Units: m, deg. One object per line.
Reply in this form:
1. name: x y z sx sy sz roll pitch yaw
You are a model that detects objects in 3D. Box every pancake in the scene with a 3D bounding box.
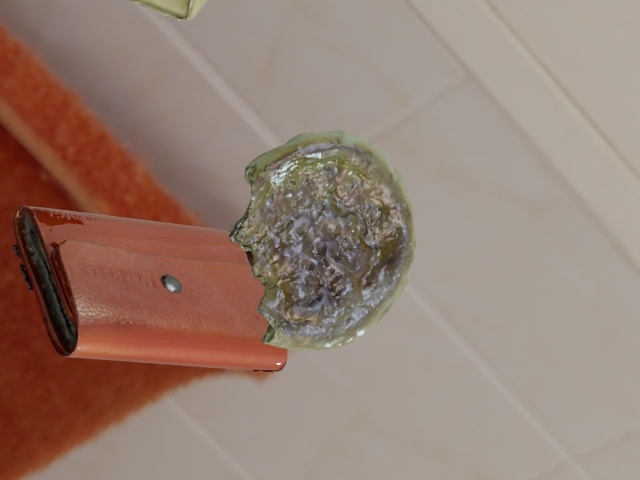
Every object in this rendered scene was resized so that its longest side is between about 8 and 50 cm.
1. pancake: 0.005 -0.002 1.055 0.116 0.129 0.022 -23 -160 -19

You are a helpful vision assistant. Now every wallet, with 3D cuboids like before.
1. wallet: -0.129 0.037 1.404 0.045 0.204 0.142 -49 -130 32

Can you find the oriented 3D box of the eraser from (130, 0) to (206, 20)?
1. eraser: -0.167 -0.263 1.491 0.117 0.172 0.058 101 15 -47
